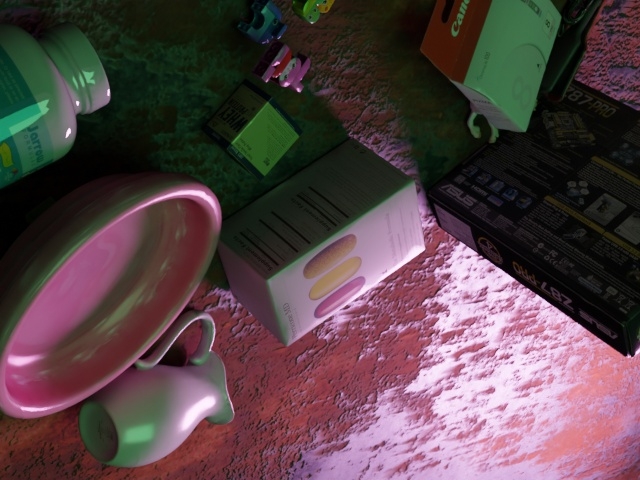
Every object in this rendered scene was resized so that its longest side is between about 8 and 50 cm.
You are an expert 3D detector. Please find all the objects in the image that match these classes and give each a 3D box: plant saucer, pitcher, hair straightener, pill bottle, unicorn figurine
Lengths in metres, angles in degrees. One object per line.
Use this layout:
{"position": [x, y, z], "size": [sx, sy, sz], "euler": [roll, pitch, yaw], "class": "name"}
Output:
{"position": [-0.254, 0.049, 1.255], "size": [0.332, 0.084, 0.332], "euler": [-43, 159, -21], "class": "plant saucer"}
{"position": [-0.212, 0.193, 1.472], "size": [0.207, 0.125, 0.177], "euler": [-18, 111, -47], "class": "pitcher"}
{"position": [0.384, -0.323, 1.683], "size": [0.089, 0.047, 0.230], "euler": [19, 105, -49], "class": "hair straightener"}
{"position": [-0.338, -0.115, 1.075], "size": [0.264, 0.146, 0.146], "euler": [-31, 137, -22], "class": "pill bottle"}
{"position": [0.254, -0.202, 1.654], "size": [0.162, 0.060, 0.111], "euler": [-40, 132, -36], "class": "unicorn figurine"}

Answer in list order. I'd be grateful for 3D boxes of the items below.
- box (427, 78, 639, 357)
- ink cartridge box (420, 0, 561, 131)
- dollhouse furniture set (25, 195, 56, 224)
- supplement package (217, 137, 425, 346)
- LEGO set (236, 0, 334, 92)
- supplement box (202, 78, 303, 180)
{"position": [0.402, -0.052, 1.639], "size": [0.318, 0.395, 0.097], "euler": [-41, 138, -14], "class": "box"}
{"position": [0.238, -0.279, 1.522], "size": [0.232, 0.066, 0.189], "euler": [35, 71, -54], "class": "ink cartridge box"}
{"position": [-0.303, 0.019, 1.310], "size": [0.076, 0.058, 0.151], "euler": [-41, 160, -23], "class": "dollhouse furniture set"}
{"position": [0.000, 0.000, 1.497], "size": [0.244, 0.134, 0.139], "euler": [-35, 138, -19], "class": "supplement package"}
{"position": [-0.011, -0.275, 1.318], "size": [0.227, 0.087, 0.093], "euler": [-56, 144, -4], "class": "LEGO set"}
{"position": [-0.082, -0.134, 1.376], "size": [0.083, 0.056, 0.083], "euler": [-49, 141, -3], "class": "supplement box"}
